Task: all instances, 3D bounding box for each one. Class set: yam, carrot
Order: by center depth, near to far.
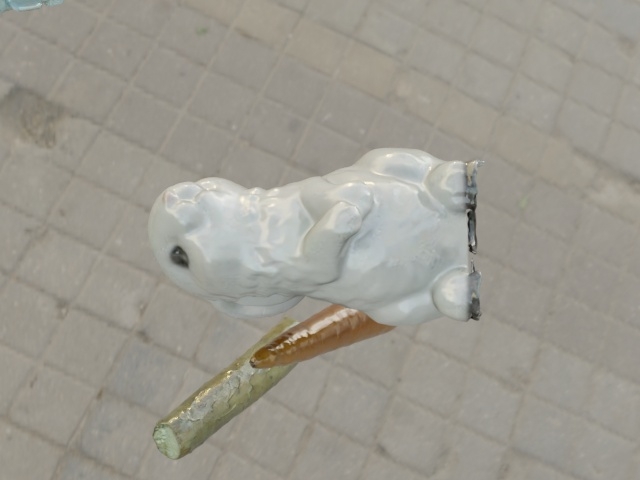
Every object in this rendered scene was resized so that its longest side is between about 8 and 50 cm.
[{"bbox_3d":[0.019,0.106,1.391,0.069,0.069,0.336,51,35,13],"label":"carrot"},{"bbox_3d":[-0.129,0.235,1.909,0.083,0.083,0.371,43,43,8],"label":"yam"}]

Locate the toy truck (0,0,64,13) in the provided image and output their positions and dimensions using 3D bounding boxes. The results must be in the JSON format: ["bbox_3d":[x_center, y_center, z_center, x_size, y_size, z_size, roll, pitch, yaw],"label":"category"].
[{"bbox_3d":[-0.156,-0.189,0.549,0.115,0.177,0.080,-29,61,-33],"label":"toy truck"}]

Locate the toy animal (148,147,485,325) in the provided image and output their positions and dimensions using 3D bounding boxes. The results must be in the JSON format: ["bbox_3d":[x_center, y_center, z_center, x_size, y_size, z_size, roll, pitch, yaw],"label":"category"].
[{"bbox_3d":[0.000,0.000,1.260,0.357,0.258,0.194,-2,79,6],"label":"toy animal"}]
